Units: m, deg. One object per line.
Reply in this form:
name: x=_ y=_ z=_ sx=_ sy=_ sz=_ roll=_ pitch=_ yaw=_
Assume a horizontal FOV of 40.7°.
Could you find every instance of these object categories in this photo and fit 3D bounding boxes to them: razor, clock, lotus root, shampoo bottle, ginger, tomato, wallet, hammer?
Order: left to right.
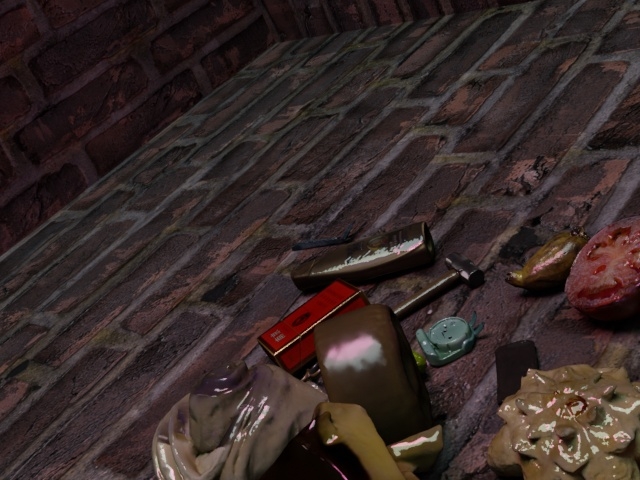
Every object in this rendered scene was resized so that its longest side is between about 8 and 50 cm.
razor: x=0.003 y=0.005 z=2.306 sx=0.190 sy=0.033 sz=0.066 roll=-14 pitch=29 yaw=32
shampoo bottle: x=0.098 y=0.049 z=2.087 sx=0.350 sy=0.084 sz=0.125 roll=-16 pitch=31 yaw=19
ginger: x=0.073 y=0.457 z=1.254 sx=0.359 sy=0.211 sz=0.413 roll=1 pitch=76 yaw=48
hammer: x=0.187 y=0.149 z=1.892 sx=0.365 sy=0.043 sz=0.111 roll=-32 pitch=29 yaw=-9
clock: x=0.265 y=0.193 z=1.738 sx=0.135 sy=0.041 sz=0.101 roll=-26 pitch=27 yaw=0
wallet: x=0.363 y=0.242 z=1.594 sx=0.082 sy=0.018 sz=0.156 roll=-17 pitch=28 yaw=18
lotus root: x=0.472 y=0.053 z=1.767 sx=0.191 sy=0.094 sz=0.108 roll=-34 pitch=-2 yaw=2
tomato: x=0.570 y=0.058 z=1.616 sx=0.225 sy=0.085 sz=0.225 roll=-48 pitch=18 yaw=21

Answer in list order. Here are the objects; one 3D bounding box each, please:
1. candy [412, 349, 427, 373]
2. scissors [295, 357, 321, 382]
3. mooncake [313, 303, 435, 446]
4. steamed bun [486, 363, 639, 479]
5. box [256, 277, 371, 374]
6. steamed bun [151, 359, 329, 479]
candy: x=0.114 y=0.244 z=1.728 sx=0.210 sy=0.096 sz=0.096 roll=-1 pitch=36 yaw=30
scissors: x=0.002 y=0.238 z=1.895 sx=0.088 sy=0.017 sz=0.220 roll=-33 pitch=17 yaw=31
mooncake: x=0.102 y=0.255 z=1.504 sx=0.156 sy=0.284 sz=0.284 roll=-19 pitch=28 yaw=8
steamed bun: x=0.395 y=0.285 z=1.373 sx=0.292 sy=0.137 sz=0.295 roll=-20 pitch=30 yaw=18
box: x=-0.013 y=0.187 z=1.906 sx=0.240 sy=0.074 sz=0.153 roll=-36 pitch=21 yaw=-10
steamed bun: x=-0.155 y=0.342 z=1.614 sx=0.394 sy=0.237 sz=0.346 roll=-24 pitch=27 yaw=4
